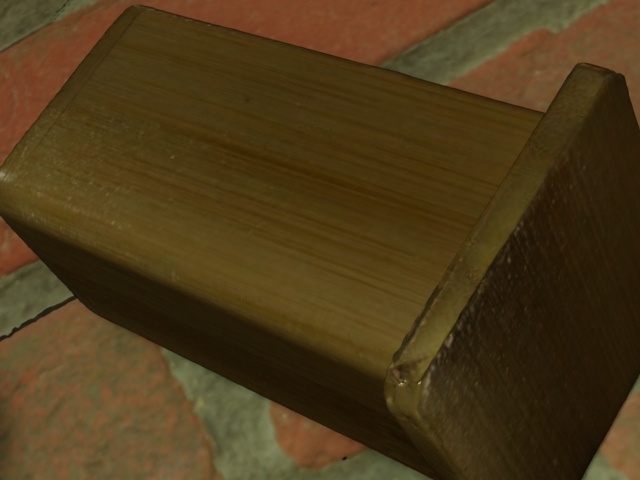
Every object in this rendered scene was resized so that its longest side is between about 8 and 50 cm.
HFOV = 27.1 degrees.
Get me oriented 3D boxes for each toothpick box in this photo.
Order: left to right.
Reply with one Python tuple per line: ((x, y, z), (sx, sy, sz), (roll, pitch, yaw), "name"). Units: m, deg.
((0.000, 0.000, 0.701), (0.308, 0.190, 0.187), (20, 68, 34), "toothpick box")
